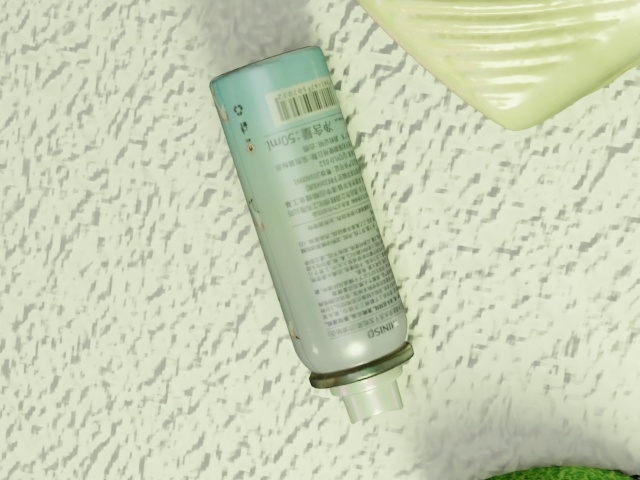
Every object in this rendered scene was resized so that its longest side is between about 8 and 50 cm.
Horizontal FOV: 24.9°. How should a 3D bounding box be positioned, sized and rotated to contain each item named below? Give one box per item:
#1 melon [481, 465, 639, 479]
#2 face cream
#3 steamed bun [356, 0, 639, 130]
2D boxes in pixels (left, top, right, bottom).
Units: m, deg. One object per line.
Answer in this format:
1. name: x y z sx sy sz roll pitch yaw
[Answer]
1. melon: 0.184 0.235 0.826 0.265 0.169 0.129 45 108 4
2. face cream: 0.000 0.000 0.892 0.075 0.075 0.229 -16 94 20
3. steamed bun: 0.090 -0.190 0.797 0.170 0.152 0.239 -36 103 15
